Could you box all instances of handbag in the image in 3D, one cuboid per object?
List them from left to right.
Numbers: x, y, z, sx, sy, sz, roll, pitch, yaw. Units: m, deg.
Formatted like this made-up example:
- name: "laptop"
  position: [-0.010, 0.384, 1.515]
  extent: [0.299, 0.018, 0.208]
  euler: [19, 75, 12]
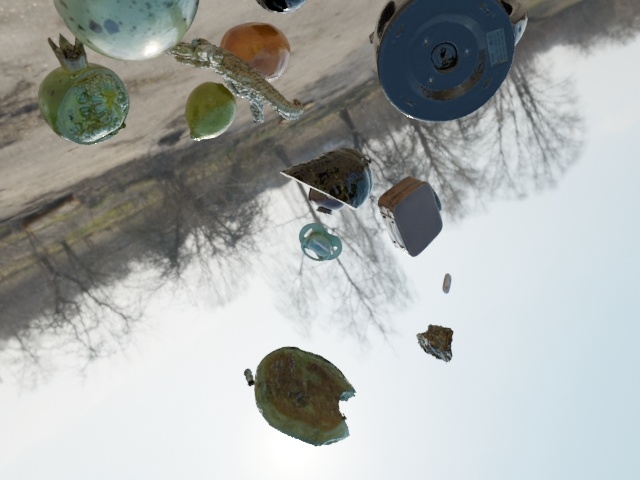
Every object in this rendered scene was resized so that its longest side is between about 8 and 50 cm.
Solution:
- name: "handbag"
  position: [0.238, -0.064, 1.287]
  extent: [0.151, 0.193, 0.072]
  euler: [-39, -143, -15]

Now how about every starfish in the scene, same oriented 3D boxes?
- name: "starfish"
  position: [-0.217, -0.392, 1.203]
  extent: [0.082, 0.324, 0.432]
  euler: [-59, -148, -1]

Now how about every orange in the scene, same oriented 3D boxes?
- name: "orange"
  position: [-0.261, -0.743, 1.982]
  extent: [0.283, 0.226, 0.284]
  euler: [-2, -152, 1]

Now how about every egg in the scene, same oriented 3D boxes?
- name: "egg"
  position: [-0.387, -0.519, 1.010]
  extent: [0.287, 0.288, 0.379]
  euler: [-34, -156, -34]

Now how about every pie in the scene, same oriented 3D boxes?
- name: "pie"
  position: [-0.040, 0.404, 1.316]
  extent: [0.302, 0.302, 0.067]
  euler: [-41, 165, -53]

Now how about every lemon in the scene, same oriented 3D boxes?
- name: "lemon"
  position: [-0.414, -0.485, 1.875]
  extent: [0.184, 0.184, 0.248]
  euler: [-4, -118, 67]

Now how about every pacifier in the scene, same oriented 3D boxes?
- name: "pacifier"
  position: [0.000, 0.000, 1.625]
  extent: [0.127, 0.150, 0.117]
  euler: [-57, -172, 27]

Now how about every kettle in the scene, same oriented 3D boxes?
- name: "kettle"
  position: [0.221, -0.361, 0.870]
  extent: [0.268, 0.207, 0.290]
  euler: [-12, -147, 9]

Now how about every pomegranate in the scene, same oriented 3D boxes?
- name: "pomegranate"
  position: [-0.728, -0.451, 1.525]
  extent: [0.260, 0.341, 0.260]
  euler: [-1, -146, 1]

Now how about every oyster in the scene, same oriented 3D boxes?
- name: "oyster"
  position: [0.336, 0.296, 1.476]
  extent: [0.056, 0.106, 0.177]
  euler: [-1, -171, -20]

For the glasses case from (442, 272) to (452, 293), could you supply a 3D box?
- name: "glasses case"
  position: [0.465, 0.158, 1.836]
  extent: [0.021, 0.032, 0.083]
  euler: [-17, -138, 45]

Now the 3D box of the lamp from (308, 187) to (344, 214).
- name: "lamp"
  position: [0.042, -0.244, 2.239]
  extent: [0.180, 0.258, 0.180]
  euler: [14, -177, -1]

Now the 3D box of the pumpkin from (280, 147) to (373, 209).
- name: "pumpkin"
  position: [0.046, -0.201, 1.428]
  extent: [0.163, 0.278, 0.111]
  euler: [-65, -165, 5]

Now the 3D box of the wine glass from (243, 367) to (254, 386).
- name: "wine glass"
  position: [-0.282, 0.545, 1.984]
  extent: [0.038, 0.042, 0.083]
  euler: [6, -166, -18]

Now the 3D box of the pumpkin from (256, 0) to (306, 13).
- name: "pumpkin"
  position: [-0.135, -1.018, 1.898]
  extent: [0.295, 0.296, 0.296]
  euler: [-27, -170, 5]
